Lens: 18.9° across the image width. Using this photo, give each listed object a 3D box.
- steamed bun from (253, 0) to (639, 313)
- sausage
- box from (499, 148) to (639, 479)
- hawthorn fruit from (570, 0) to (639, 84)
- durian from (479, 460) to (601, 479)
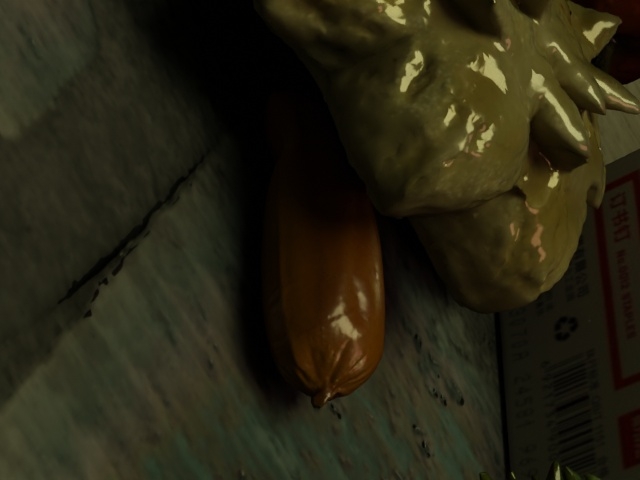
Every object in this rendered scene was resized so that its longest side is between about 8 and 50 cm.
[{"bbox_3d":[0.063,-0.109,0.935,0.295,0.137,0.292,58,15,-16],"label":"steamed bun"},{"bbox_3d":[0.000,0.000,0.878,0.062,0.054,0.183,73,11,-48],"label":"sausage"},{"bbox_3d":[0.157,0.056,1.032,0.050,0.123,0.229,38,37,-38],"label":"box"},{"bbox_3d":[0.176,-0.203,1.197,0.224,0.224,0.260,33,63,-46],"label":"hawthorn fruit"},{"bbox_3d":[0.046,0.202,0.656,0.394,0.163,0.198,-116,-158,-69],"label":"durian"}]
